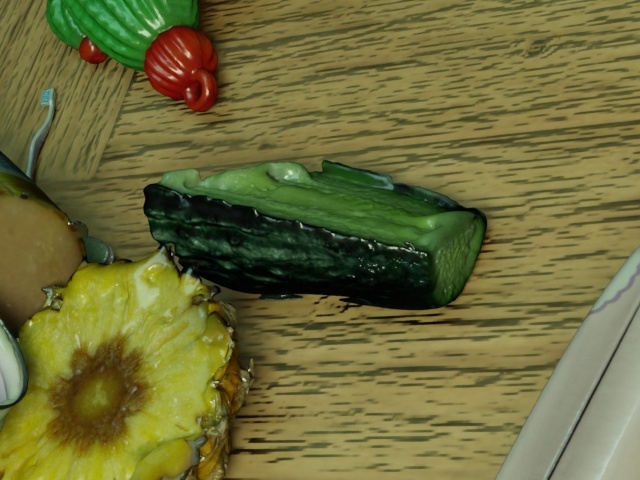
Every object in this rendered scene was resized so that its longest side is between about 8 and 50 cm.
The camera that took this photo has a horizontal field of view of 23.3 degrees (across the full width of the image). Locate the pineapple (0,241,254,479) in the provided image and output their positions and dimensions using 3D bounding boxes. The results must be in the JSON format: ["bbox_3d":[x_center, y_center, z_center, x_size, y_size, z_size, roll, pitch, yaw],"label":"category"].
[{"bbox_3d":[-0.122,0.108,0.940,0.225,0.076,0.225,-20,51,26],"label":"pineapple"}]

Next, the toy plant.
[{"bbox_3d":[-0.140,-0.199,1.184,0.240,0.088,0.154,27,109,46],"label":"toy plant"}]

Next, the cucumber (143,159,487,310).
[{"bbox_3d":[0.000,0.000,0.959,0.193,0.085,0.115,7,16,31],"label":"cucumber"}]

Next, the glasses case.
[{"bbox_3d":[0.135,0.127,0.746,0.075,0.113,0.297,15,63,40],"label":"glasses case"}]

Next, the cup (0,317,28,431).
[{"bbox_3d":[-0.314,0.138,0.919,0.280,0.196,0.196,-43,43,15],"label":"cup"}]

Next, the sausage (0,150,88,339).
[{"bbox_3d":[-0.277,-0.023,1.106,0.125,0.117,0.317,-20,28,-23],"label":"sausage"}]

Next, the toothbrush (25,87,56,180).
[{"bbox_3d":[-0.219,-0.069,1.196,0.013,0.011,0.131,-6,50,11],"label":"toothbrush"}]

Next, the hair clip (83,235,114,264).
[{"bbox_3d":[-0.190,0.055,1.067,0.054,0.022,0.137,12,59,36],"label":"hair clip"}]
